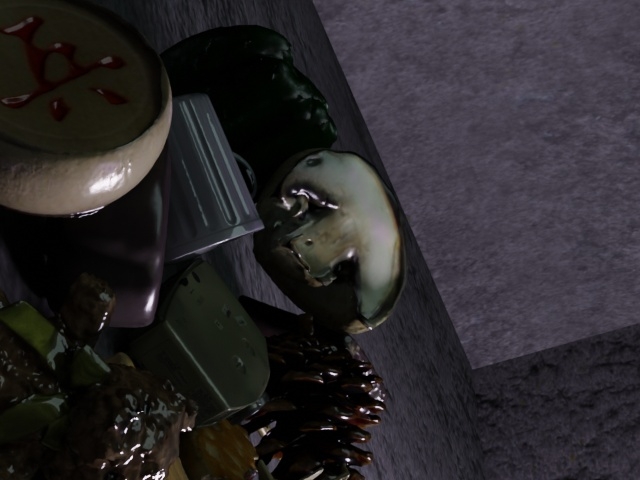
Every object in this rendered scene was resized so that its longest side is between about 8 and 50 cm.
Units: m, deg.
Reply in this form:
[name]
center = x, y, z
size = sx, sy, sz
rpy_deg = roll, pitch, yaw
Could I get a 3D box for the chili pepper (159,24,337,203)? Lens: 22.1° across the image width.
[chili pepper]
center = -0.118, -0.170, 2.365
size = 0.248, 0.257, 0.233
rpy_deg = 57, 11, -47

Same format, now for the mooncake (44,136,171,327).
[mooncake]
center = -0.228, -0.019, 1.784
size = 0.245, 0.133, 0.245
rpy_deg = -177, -90, -76

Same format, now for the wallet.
[wallet]
center = -0.016, 0.172, 2.456
size = 0.049, 0.229, 0.182
rpy_deg = -52, 136, -27

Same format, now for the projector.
[projector]
center = -0.149, 0.144, 2.086
size = 0.193, 0.088, 0.269
rpy_deg = 54, 15, -8

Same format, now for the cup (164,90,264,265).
[cup]
center = -0.182, -0.079, 2.176
size = 0.221, 0.167, 0.202
rpy_deg = -19, 89, -86

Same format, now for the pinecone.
[pinecone]
center = -0.027, 0.257, 2.290
size = 0.244, 0.244, 0.309
rpy_deg = 45, 45, -65

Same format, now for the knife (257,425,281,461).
[knife]
center = -0.044, 0.349, 2.534
size = 0.047, 0.017, 0.298
rpy_deg = -104, 169, -45

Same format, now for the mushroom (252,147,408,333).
[mushroom]
center = 0.003, -0.008, 2.323
size = 0.267, 0.164, 0.189
rpy_deg = 48, 63, -25

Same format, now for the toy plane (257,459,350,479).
[toy plane]
center = -0.076, 0.356, 2.040
size = 0.104, 0.242, 0.256
rpy_deg = 54, -31, 28

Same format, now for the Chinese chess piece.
[Chinese chess piece]
center = -0.274, -0.140, 1.643
size = 0.103, 0.250, 0.249
rpy_deg = 115, -24, -46

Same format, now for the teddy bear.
[teddy bear]
center = -0.251, 0.132, 1.426
size = 0.296, 0.223, 0.246
rpy_deg = 76, 31, -61

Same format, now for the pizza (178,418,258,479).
[pizza]
center = -0.139, 0.275, 2.086
size = 0.127, 0.058, 0.246
rpy_deg = 43, 11, -11

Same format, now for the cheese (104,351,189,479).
[cheese]
center = -0.170, 0.338, 1.641
size = 0.384, 0.104, 0.384
rpy_deg = -21, 90, -90
